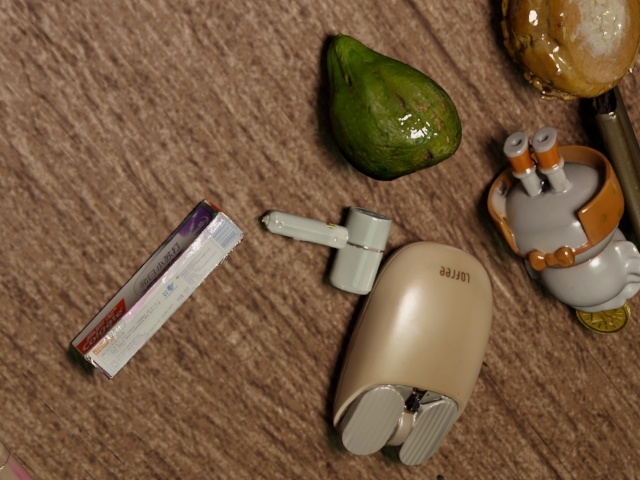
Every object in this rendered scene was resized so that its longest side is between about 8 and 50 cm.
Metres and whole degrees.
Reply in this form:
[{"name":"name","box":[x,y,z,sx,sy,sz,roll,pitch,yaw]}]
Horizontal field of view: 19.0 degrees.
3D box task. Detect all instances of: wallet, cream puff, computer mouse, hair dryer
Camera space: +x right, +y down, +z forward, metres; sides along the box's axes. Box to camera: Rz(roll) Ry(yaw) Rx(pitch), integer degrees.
[{"name":"wallet","box":[0.332,-0.072,2.035,0.031,0.110,0.198,-17,115,15]},{"name":"cream puff","box":[0.250,-0.223,1.943,0.150,0.115,0.165,8,92,-34]},{"name":"computer mouse","box":[0.100,0.118,1.993,0.145,0.082,0.236,17,96,-29]},{"name":"hair dryer","box":[0.000,0.000,1.933,0.137,0.047,0.082,15,99,-23]}]

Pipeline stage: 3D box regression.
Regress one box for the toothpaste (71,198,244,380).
[{"name":"toothpaste","box":[-0.158,0.048,1.867,0.196,0.047,0.040,-47,122,-6]}]

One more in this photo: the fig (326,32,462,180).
[{"name":"fig","box":[0.064,-0.137,1.886,0.123,0.123,0.156,-22,85,-18]}]

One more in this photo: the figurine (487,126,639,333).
[{"name":"figurine","box":[0.262,0.000,2.006,0.143,0.143,0.271,-26,113,-17]}]

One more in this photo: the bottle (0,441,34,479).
[{"name":"bottle","box":[-0.301,0.240,1.858,0.045,0.045,0.096,-39,117,-10]}]
